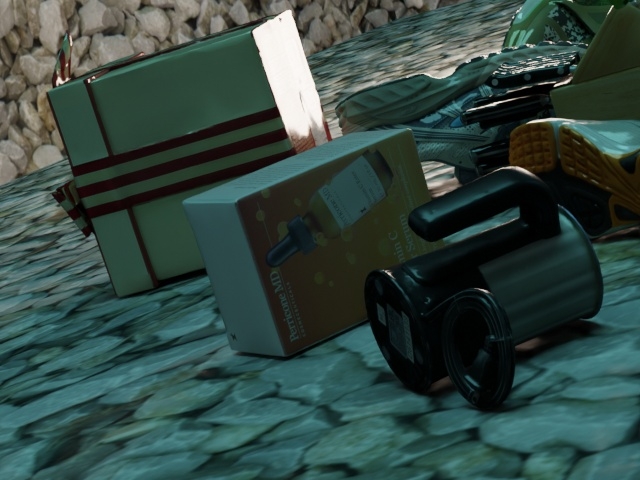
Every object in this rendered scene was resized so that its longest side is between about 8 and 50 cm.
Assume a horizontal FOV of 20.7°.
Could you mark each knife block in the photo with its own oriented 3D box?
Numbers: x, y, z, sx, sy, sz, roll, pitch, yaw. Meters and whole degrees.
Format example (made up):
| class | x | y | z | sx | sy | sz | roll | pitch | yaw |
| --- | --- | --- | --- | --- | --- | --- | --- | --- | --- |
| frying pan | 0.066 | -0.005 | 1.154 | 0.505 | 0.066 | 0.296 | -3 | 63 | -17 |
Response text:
| class | x | y | z | sx | sy | sz | roll | pitch | yaw |
| --- | --- | --- | --- | --- | --- | --- | --- | --- | --- |
| knife block | 0.274 | -0.095 | 1.606 | 0.275 | 0.242 | 0.088 | 30 | 22 | 6 |

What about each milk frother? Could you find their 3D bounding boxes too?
| class | x | y | z | sx | sy | sz | roll | pitch | yaw |
| --- | --- | --- | --- | --- | --- | --- | --- | --- | --- |
| milk frother | 0.120 | 0.042 | 1.103 | 0.134 | 0.129 | 0.143 | -22 | 54 | -19 |

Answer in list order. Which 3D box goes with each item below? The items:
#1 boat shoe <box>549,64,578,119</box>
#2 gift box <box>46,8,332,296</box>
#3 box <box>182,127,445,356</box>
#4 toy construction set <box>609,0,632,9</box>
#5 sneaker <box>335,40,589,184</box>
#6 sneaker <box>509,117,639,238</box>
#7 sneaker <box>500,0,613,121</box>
| class | x | y | z | sx | sy | sz | roll | pitch | yaw |
| --- | --- | --- | --- | --- | --- | --- | --- | --- | --- |
| boat shoe | 0.361 | -0.169 | 1.738 | 0.319 | 0.099 | 0.116 | -21 | 7 | -23 |
| gift box | -0.139 | -0.114 | 1.845 | 0.258 | 0.276 | 0.255 | -17 | 5 | 13 |
| box | 0.000 | 0.000 | 1.375 | 0.170 | 0.130 | 0.091 | -24 | 13 | -29 |
| toy construction set | 0.398 | -0.232 | 1.485 | 0.309 | 0.237 | 0.257 | -39 | 7 | -22 |
| sneaker | 0.165 | -0.124 | 1.797 | 0.283 | 0.122 | 0.110 | -16 | 0 | 5 |
| sneaker | 0.262 | -0.055 | 1.374 | 0.121 | 0.099 | 0.262 | -16 | 15 | -36 |
| sneaker | 0.361 | -0.221 | 1.941 | 0.410 | 0.158 | 0.182 | -29 | 27 | -34 |
